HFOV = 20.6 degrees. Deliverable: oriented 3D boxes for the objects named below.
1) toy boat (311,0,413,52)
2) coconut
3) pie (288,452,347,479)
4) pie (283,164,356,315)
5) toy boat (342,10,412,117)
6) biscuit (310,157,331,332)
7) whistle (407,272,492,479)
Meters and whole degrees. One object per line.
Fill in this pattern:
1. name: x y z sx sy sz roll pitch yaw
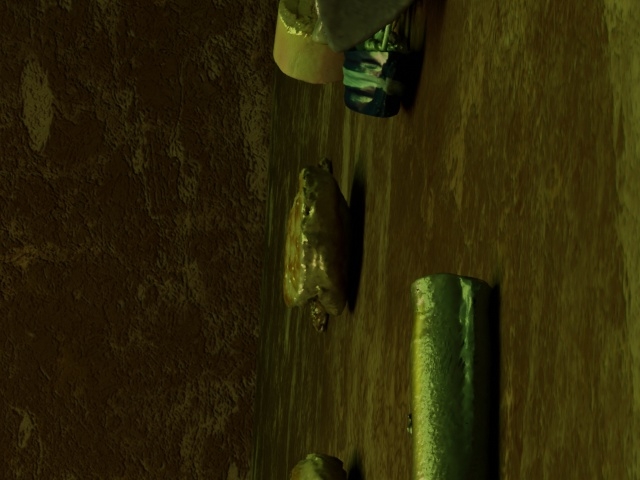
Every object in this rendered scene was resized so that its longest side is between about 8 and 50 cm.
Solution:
1. toy boat: 0.056 -0.307 1.639 0.293 0.111 0.276 -93 21 -73
2. coconut: -0.003 -0.257 2.250 0.122 0.116 0.116 97 174 -51
3. pie: -0.010 0.387 1.978 0.315 0.092 0.315 -177 90 -86
4. pie: 0.000 0.000 2.152 0.205 0.084 0.179 -115 31 -83
5. toy boat: 0.069 -0.274 1.766 0.220 0.067 0.291 -113 30 -78
6. biscuit: -0.001 0.004 2.468 0.237 0.026 0.131 -93 11 -47
7. whistle: 0.090 0.183 1.221 0.068 0.057 0.326 109 164 -69
